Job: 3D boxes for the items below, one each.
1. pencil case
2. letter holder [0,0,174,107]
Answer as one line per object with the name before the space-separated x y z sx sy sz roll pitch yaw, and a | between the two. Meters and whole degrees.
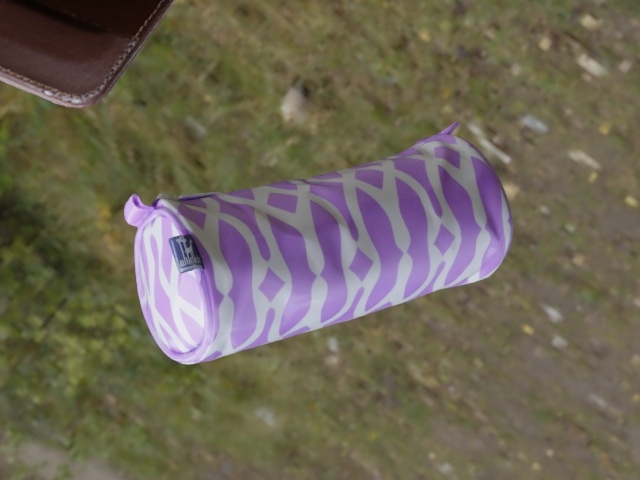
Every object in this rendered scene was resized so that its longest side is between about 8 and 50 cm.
pencil case | 0.000 0.000 0.772 0.088 0.206 0.086 65 146 19
letter holder | -0.215 -0.245 0.886 0.302 0.214 0.152 30 157 5
